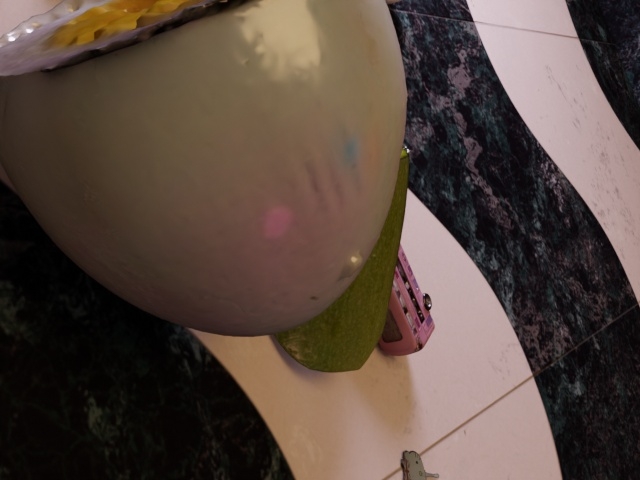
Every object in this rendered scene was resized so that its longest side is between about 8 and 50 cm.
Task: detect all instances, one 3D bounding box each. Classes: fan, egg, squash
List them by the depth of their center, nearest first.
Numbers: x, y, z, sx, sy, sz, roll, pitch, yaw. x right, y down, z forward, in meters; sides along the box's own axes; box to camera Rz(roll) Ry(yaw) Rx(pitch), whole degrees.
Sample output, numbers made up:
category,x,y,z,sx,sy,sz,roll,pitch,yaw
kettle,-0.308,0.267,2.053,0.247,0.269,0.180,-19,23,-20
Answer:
category,x,y,z,sx,sy,sz,roll,pitch,yaw
egg,-0.083,-0.077,0.852,0.340,0.354,0.354,68,31,-26
squash,0.000,0.000,1.120,0.189,0.189,0.260,-16,120,-56
fan,0.130,0.299,1.215,0.083,0.004,0.056,21,54,-47

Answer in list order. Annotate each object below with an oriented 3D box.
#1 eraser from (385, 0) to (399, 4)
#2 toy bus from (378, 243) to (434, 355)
category,x,y,z,sx,sy,sz,roll,pitch,yaw
eraser,0.097,-0.522,1.489,0.174,0.095,0.270,-49,135,-57
toy bus,0.085,0.053,1.230,0.203,0.063,0.090,66,32,-16
